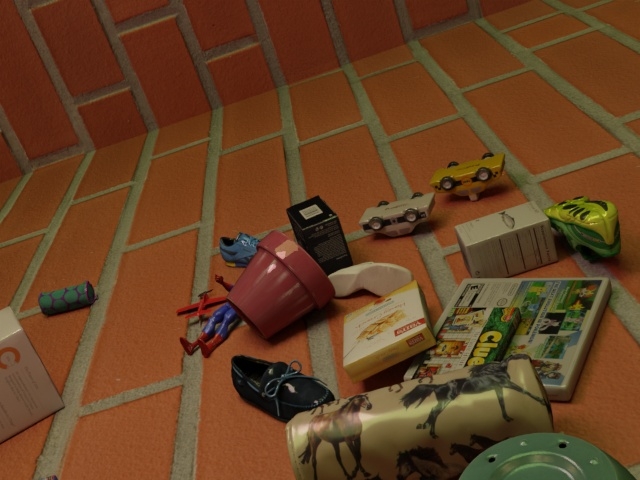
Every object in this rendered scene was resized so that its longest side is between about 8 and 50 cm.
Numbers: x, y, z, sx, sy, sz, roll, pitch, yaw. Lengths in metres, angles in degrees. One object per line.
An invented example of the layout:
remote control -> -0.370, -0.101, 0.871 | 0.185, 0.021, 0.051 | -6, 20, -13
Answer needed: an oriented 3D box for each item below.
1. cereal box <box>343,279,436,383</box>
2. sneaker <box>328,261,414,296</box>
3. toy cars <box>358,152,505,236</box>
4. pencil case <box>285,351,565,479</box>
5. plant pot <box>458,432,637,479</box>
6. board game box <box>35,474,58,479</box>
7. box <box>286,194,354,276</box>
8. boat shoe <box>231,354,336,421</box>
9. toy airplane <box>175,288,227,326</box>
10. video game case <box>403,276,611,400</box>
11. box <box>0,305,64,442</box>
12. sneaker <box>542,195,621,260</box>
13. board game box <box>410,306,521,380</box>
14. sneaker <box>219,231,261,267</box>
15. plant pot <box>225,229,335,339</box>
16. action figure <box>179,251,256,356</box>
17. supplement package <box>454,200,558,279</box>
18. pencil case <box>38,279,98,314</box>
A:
cereal box -> 0.127, 0.171, 1.673 | 0.173, 0.047, 0.240 | -28, 14, 9
sneaker -> 0.119, 0.075, 1.923 | 0.212, 0.080, 0.094 | -3, 18, 34
toy cars -> 0.285, -0.099, 2.138 | 0.394, 0.087, 0.176 | -29, 21, -11
pencil case -> 0.162, 0.298, 1.319 | 0.410, 0.183, 0.160 | -16, 30, 3
plant pot -> 0.272, 0.372, 1.019 | 0.293, 0.235, 0.293 | -17, 25, 8
board game box -> -0.545, 0.487, 1.634 | 0.090, 0.020, 0.090 | -17, 26, 5
box -> 0.000, 0.000, 2.050 | 0.093, 0.158, 0.156 | -23, 25, -8
boat shoe -> -0.087, 0.276, 1.641 | 0.258, 0.089, 0.109 | 3, 34, 39
toy airplane -> -0.287, 0.159, 2.095 | 0.151, 0.028, 0.151 | -15, 25, 7
video game case -> 0.349, 0.170, 1.602 | 0.300, 0.036, 0.329 | -2, 30, 33
box -> -0.770, 0.333, 1.878 | 0.345, 0.215, 0.168 | -29, 26, -19
sneaker -> 0.528, -0.020, 1.770 | 0.109, 0.123, 0.295 | -17, 7, 3
board game box -> 0.253, 0.201, 1.532 | 0.136, 0.030, 0.259 | -1, 31, 31
sneaker -> -0.175, 0.022, 2.229 | 0.209, 0.082, 0.069 | 1, 30, 34
plant pot -> -0.098, 0.109, 1.893 | 0.180, 0.201, 0.201 | -45, 31, -13
action figure -> -0.213, 0.128, 1.987 | 0.091, 0.139, 0.280 | 3, 31, 37
supplement package -> 0.387, 0.006, 1.820 | 0.179, 0.105, 0.105 | -18, 25, 3
pencil case -> -0.683, 0.154, 2.351 | 0.152, 0.064, 0.070 | -14, 42, 11
